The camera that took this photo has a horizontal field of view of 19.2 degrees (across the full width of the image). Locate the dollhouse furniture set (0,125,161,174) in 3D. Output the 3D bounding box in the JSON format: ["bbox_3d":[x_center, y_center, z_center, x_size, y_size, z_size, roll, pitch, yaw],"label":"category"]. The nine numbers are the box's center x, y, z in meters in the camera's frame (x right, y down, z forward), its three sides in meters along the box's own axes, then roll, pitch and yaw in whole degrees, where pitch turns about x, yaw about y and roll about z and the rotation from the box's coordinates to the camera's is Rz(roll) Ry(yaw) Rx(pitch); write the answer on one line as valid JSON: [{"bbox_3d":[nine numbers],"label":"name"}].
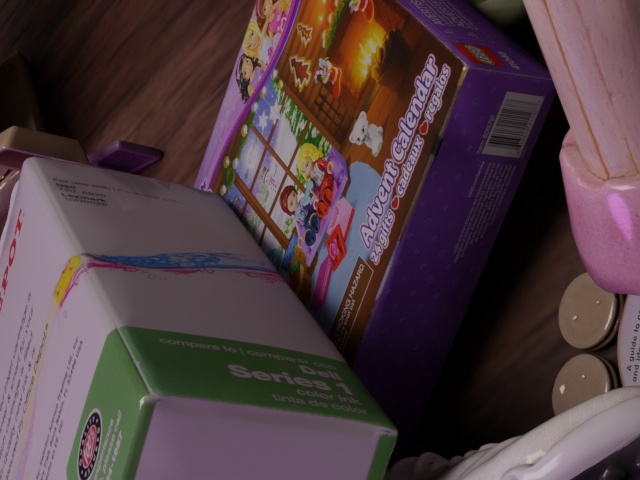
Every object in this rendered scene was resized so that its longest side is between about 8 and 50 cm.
[{"bbox_3d":[-0.171,-0.017,1.204,0.091,0.114,0.081,-23,64,46],"label":"dollhouse furniture set"}]

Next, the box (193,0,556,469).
[{"bbox_3d":[0.000,0.000,0.968,0.201,0.057,0.293,51,128,50],"label":"box"}]

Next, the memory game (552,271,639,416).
[{"bbox_3d":[0.165,0.041,0.802,0.186,0.012,0.186,-24,59,48],"label":"memory game"}]

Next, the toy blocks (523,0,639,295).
[{"bbox_3d":[0.236,-0.096,0.618,0.288,0.260,0.309,-10,39,22],"label":"toy blocks"}]

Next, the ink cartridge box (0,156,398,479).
[{"bbox_3d":[-0.086,0.105,0.887,0.278,0.117,0.201,-129,52,-61],"label":"ink cartridge box"}]

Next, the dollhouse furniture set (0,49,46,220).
[{"bbox_3d":[-0.188,-0.248,1.247,0.394,0.256,0.362,-44,31,11],"label":"dollhouse furniture set"}]

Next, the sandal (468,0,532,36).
[{"bbox_3d":[0.069,-0.246,0.982,0.120,0.086,0.303,-39,48,39],"label":"sandal"}]

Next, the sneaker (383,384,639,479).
[{"bbox_3d":[0.061,0.134,0.830,0.292,0.110,0.118,-46,31,40],"label":"sneaker"}]
